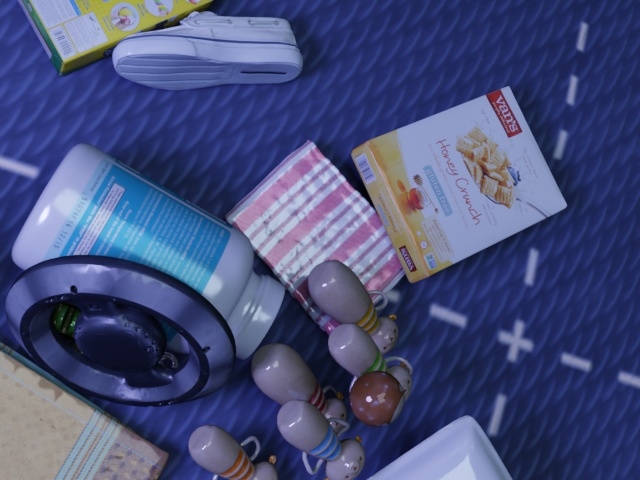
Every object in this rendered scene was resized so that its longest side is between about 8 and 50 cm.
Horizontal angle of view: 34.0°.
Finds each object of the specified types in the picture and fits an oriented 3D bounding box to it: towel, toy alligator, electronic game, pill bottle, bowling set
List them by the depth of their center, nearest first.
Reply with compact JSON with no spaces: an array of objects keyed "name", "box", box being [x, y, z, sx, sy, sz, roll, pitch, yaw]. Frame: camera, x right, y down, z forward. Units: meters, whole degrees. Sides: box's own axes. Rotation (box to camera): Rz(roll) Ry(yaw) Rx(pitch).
[{"name":"electronic game","box":[-0.195,0.093,1.023,0.229,0.229,0.048,23,48,-13]},{"name":"towel","box":[-0.370,0.230,1.037,0.370,0.040,0.271,35,71,-12]},{"name":"pill bottle","box":[-0.172,0.022,1.087,0.264,0.146,0.146,31,71,-11]},{"name":"bowling set","box":[0.022,0.180,1.087,0.287,0.200,0.154,-52,130,-12]},{"name":"toy alligator","box":[-0.233,0.098,1.101,0.189,0.051,0.056,23,73,-13]},{"name":"towel","box":[0.000,0.000,1.216,0.144,0.029,0.197,-43,94,-19]}]

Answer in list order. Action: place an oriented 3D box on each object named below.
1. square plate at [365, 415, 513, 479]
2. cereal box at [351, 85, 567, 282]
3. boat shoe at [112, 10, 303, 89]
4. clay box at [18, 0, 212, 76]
[{"name":"square plate","box":[0.109,0.420,1.099,0.344,0.049,0.347,-32,90,-2]},{"name":"cereal box","box":[0.171,-0.072,1.259,0.240,0.047,0.173,-25,88,-30]},{"name":"boat shoe","box":[-0.131,-0.222,1.195,0.226,0.083,0.076,-1,68,-31]},{"name":"clay box","box":[-0.223,-0.289,1.181,0.222,0.053,0.127,-28,89,-23]}]
